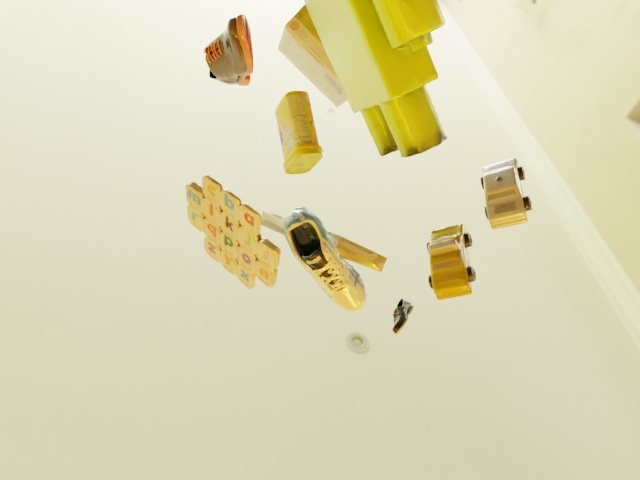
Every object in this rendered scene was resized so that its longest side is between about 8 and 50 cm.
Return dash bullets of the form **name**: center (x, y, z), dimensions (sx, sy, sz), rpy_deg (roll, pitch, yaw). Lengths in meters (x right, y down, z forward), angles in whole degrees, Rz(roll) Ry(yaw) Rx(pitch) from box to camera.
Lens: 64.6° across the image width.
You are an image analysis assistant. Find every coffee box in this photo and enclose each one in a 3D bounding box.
- **coffee box**: center (0.082, -0.757, 1.897), dimensions (0.338, 0.334, 0.337), rpy_deg (42, 179, -13)

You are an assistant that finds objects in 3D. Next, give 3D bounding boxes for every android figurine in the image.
- **android figurine**: center (0.031, -0.207, 0.449), dimensions (0.056, 0.273, 0.248), rpy_deg (-25, -169, -1)

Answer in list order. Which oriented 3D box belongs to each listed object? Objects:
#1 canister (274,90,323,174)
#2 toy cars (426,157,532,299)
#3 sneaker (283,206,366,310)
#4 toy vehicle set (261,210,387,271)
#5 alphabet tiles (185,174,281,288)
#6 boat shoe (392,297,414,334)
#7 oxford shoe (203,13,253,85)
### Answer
- **canister**: center (-0.057, -0.266, 1.251), dimensions (0.073, 0.126, 0.170), rpy_deg (-5, -104, -25)
- **toy cars**: center (0.352, -0.047, 1.153), dimensions (0.393, 0.087, 0.176), rpy_deg (-50, -137, -8)
- **sneaker**: center (0.005, 0.046, 0.950), dimensions (0.237, 0.085, 0.086), rpy_deg (55, -156, -15)
- **toy vehicle set**: center (0.000, 0.000, 1.146), dimensions (0.166, 0.035, 0.267), rpy_deg (24, 177, -43)
- **alphabet tiles**: center (-0.203, -0.014, 1.156), dimensions (0.284, 0.278, 0.021), rpy_deg (37, -126, 19)
- **boat shoe**: center (0.197, 0.190, 1.261), dimensions (0.042, 0.049, 0.133), rpy_deg (36, -149, 5)
- **oxford shoe**: center (-0.196, -0.390, 1.072), dimensions (0.098, 0.271, 0.097), rpy_deg (-5, -94, -11)
